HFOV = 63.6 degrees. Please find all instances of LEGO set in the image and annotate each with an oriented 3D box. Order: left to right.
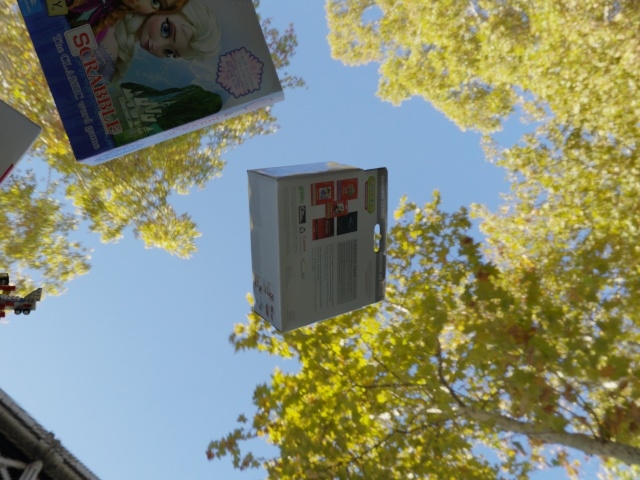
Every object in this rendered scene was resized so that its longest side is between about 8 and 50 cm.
[{"bbox_3d":[-0.634,0.104,0.917,0.182,0.244,0.060,19,-72,17],"label":"LEGO set"}]

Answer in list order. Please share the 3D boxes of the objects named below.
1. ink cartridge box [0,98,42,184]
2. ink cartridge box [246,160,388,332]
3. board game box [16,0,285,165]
[{"bbox_3d":[-0.598,-0.152,0.922,0.100,0.237,0.172,39,-106,-28],"label":"ink cartridge box"},{"bbox_3d":[0.000,0.000,1.080,0.271,0.130,0.310,-11,-70,-32],"label":"ink cartridge box"},{"bbox_3d":[-0.253,-0.312,0.757,0.317,0.066,0.319,-20,-86,-1],"label":"board game box"}]
